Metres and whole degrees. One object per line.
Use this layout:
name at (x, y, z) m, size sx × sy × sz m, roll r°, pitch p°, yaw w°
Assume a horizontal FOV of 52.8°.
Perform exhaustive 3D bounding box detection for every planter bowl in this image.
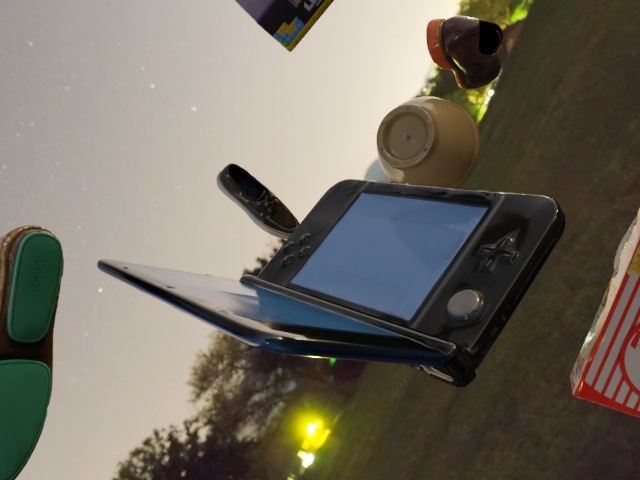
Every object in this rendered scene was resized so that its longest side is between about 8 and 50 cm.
planter bowl at (0.153, -0.153, 1.005) m, size 0.109 × 0.162 × 0.162 m, roll 9°, pitch -70°, yaw -58°

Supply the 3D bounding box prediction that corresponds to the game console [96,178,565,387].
game console at (0.000, 0.000, 0.538) m, size 0.293 × 0.173 × 0.250 m, roll 13°, pitch 59°, yaw 51°

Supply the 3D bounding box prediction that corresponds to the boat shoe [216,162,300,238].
boat shoe at (-0.085, -0.055, 0.908) m, size 0.049 × 0.142 × 0.040 m, roll -57°, pitch 8°, yaw -33°

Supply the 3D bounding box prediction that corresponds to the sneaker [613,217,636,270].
sneaker at (0.439, -0.006, 0.809) m, size 0.058 × 0.085 × 0.152 m, roll -5°, pitch -58°, yaw -49°

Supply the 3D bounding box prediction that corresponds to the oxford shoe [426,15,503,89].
oxford shoe at (0.283, -0.329, 1.142) m, size 0.271 × 0.098 × 0.096 m, roll -5°, pitch -89°, yaw -57°

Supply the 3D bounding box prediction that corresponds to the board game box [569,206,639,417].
board game box at (0.338, 0.079, 0.597) m, size 0.045 × 0.147 × 0.193 m, roll -48°, pitch -28°, yaw -66°

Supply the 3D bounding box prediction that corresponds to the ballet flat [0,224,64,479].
ballet flat at (-0.253, 0.090, 0.517) m, size 0.073 × 0.067 × 0.206 m, roll 27°, pitch -114°, yaw -50°

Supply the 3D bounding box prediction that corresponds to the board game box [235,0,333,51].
board game box at (-0.023, -0.280, 0.655) m, size 0.141 × 0.048 × 0.170 m, roll -47°, pitch 33°, yaw 11°
